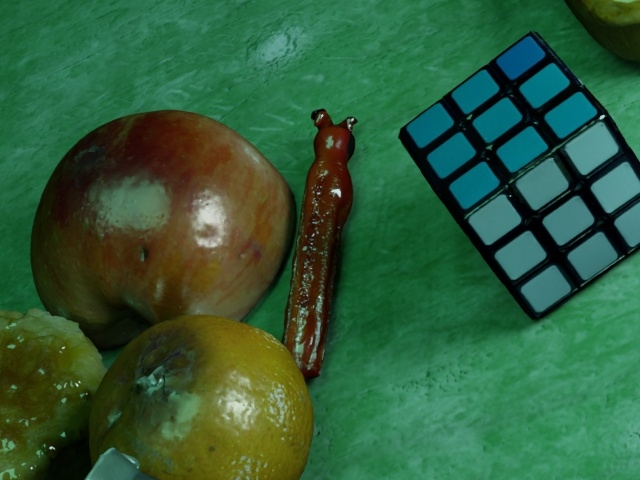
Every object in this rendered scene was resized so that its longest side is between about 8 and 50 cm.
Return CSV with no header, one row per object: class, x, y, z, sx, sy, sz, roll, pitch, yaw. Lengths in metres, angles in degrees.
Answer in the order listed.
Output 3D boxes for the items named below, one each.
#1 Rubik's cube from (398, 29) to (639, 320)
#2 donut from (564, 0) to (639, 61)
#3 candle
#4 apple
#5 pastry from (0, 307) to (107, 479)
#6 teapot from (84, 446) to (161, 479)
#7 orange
Rubik's cube,0.193,-0.058,1.646,0.160,0.163,0.162,-36,38,5
donut,0.321,-0.290,1.774,0.208,0.128,0.261,-29,43,12
candle,0.000,0.000,1.826,0.051,0.048,0.329,-32,38,42
apple,-0.191,-0.022,1.901,0.293,0.163,0.251,-12,48,31
pastry,-0.322,0.187,1.823,0.236,0.121,0.257,31,60,30
teapot,-0.105,0.284,1.498,0.225,0.171,0.203,21,57,7
orange,-0.116,0.169,1.672,0.224,0.170,0.224,-20,44,20
